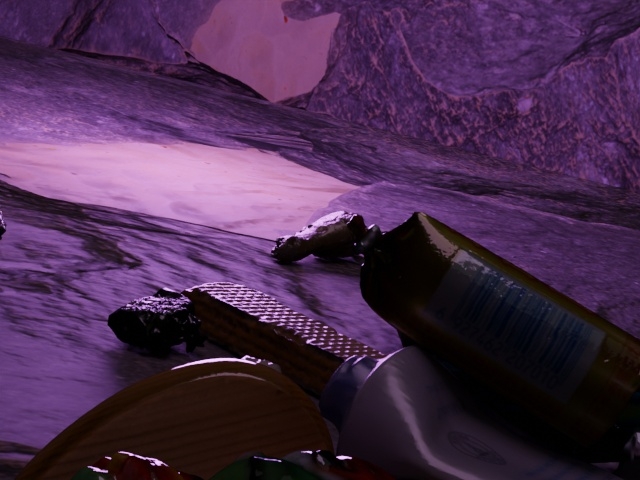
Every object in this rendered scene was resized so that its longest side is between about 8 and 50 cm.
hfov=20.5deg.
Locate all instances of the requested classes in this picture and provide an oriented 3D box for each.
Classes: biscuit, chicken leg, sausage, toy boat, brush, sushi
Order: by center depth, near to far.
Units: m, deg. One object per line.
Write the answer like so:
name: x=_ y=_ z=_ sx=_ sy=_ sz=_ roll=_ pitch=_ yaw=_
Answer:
brush: x=-0.126 y=0.183 z=1.398 sx=0.266 sy=0.174 sz=0.166 roll=-9 pitch=3 yaw=-13
sausage: x=0.156 y=0.073 z=1.692 sx=0.317 sy=0.125 sz=0.117 roll=32 pitch=52 yaw=6
toy boat: x=0.201 y=0.187 z=1.781 sx=0.298 sy=0.134 sz=0.092 roll=5 pitch=51 yaw=-1
sushi: x=-0.180 y=0.093 z=1.980 sx=0.084 sy=0.056 sz=0.083 roll=20 pitch=15 yaw=41
biscuit: x=-0.022 y=0.121 z=1.991 sx=0.094 sy=0.054 sz=0.378 roll=1 pitch=15 yaw=-42
chicken leg: x=0.001 y=-0.003 z=2.569 sx=0.085 sy=0.069 sz=0.198 roll=17 pitch=21 yaw=36

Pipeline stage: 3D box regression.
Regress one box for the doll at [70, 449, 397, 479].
doll: x=-0.012 y=0.230 z=1.238 sx=0.363 sy=0.160 sz=0.182 roll=5 pitch=14 yaw=-34

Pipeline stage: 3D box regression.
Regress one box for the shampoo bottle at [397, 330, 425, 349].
shampoo bottle: x=0.142 y=0.103 z=2.100 sx=0.101 sy=0.101 sz=0.284 roll=9 pitch=12 yaw=-5

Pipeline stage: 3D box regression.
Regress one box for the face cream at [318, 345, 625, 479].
face cream: x=0.186 y=0.224 z=1.612 sx=0.420 sy=0.137 sz=0.235 roll=26 pitch=11 yaw=20

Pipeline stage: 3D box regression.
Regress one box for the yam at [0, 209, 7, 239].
yam: x=-0.508 y=-0.044 z=2.045 sx=0.201 sy=0.203 sz=0.271 roll=-10 pitch=11 yaw=9
